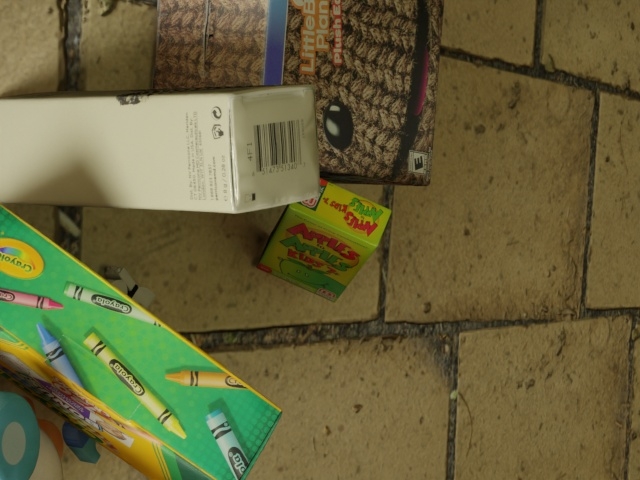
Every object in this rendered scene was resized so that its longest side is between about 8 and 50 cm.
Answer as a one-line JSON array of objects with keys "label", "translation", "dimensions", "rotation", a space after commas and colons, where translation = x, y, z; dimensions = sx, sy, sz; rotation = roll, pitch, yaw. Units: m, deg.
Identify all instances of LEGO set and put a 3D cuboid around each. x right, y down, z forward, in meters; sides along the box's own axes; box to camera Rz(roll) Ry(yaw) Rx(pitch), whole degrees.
[{"label": "LEGO set", "translation": [-0.207, 0.105, 1.289], "dimensions": [0.227, 0.087, 0.093], "rotation": [-59, 135, -32]}]

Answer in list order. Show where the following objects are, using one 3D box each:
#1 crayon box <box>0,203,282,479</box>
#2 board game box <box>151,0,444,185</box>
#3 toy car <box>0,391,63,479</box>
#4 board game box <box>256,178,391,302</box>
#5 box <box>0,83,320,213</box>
[{"label": "crayon box", "translation": [-0.184, 0.091, 1.158], "dimensions": [0.278, 0.165, 0.081], "rotation": [38, 70, -15]}, {"label": "board game box", "translation": [-0.017, -0.181, 1.464], "dimensions": [0.291, 0.141, 0.232], "rotation": [4, 90, -53]}, {"label": "toy car", "translation": [-0.274, 0.174, 1.130], "dimensions": [0.238, 0.219, 0.210], "rotation": [-34, 119, -65]}, {"label": "board game box", "translation": [0.000, 0.000, 1.460], "dimensions": [0.092, 0.181, 0.043], "rotation": [25, 67, -3]}, {"label": "box", "translation": [-0.139, -0.077, 1.205], "dimensions": [0.113, 0.275, 0.094], "rotation": [-14, 103, -52]}]
